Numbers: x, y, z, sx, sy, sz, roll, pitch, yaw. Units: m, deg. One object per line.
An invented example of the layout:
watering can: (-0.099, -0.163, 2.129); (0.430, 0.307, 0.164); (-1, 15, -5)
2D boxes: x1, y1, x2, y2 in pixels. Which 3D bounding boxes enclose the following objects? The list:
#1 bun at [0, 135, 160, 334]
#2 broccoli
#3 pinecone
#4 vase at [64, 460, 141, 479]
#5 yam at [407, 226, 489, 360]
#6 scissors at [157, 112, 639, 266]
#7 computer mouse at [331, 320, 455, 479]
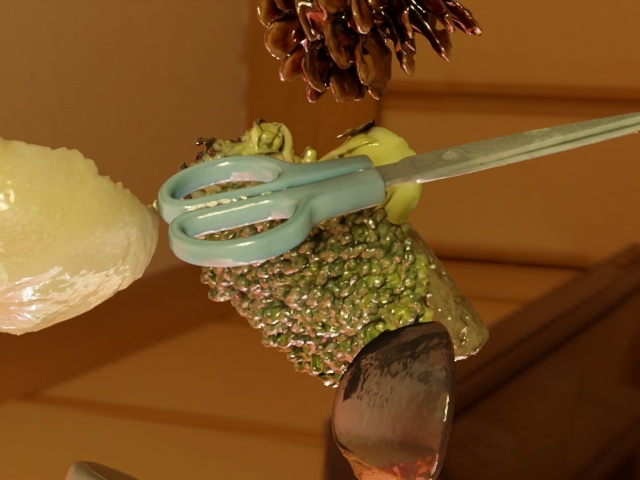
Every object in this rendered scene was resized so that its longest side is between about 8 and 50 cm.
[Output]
bun: (-0.365, -0.009, 1.988); (0.364, 0.364, 0.202); (32, -106, -63)
broccoli: (-0.015, 0.015, 1.965); (0.272, 0.334, 0.324); (-39, -14, -52)
pinecone: (0.045, -0.184, 1.312); (0.163, 0.165, 0.163); (36, -131, -56)
vase: (-0.306, 0.458, 2.350); (0.321, 0.173, 0.173); (-65, -27, -2)
yam: (0.129, 0.065, 2.219); (0.179, 0.078, 0.078); (53, -145, -6)
scissors: (0.080, -0.062, 1.625); (0.192, 0.447, 0.029); (-118, 17, -64)
computer mouse: (0.056, 0.140, 1.611); (0.264, 0.088, 0.147); (123, 156, -80)
